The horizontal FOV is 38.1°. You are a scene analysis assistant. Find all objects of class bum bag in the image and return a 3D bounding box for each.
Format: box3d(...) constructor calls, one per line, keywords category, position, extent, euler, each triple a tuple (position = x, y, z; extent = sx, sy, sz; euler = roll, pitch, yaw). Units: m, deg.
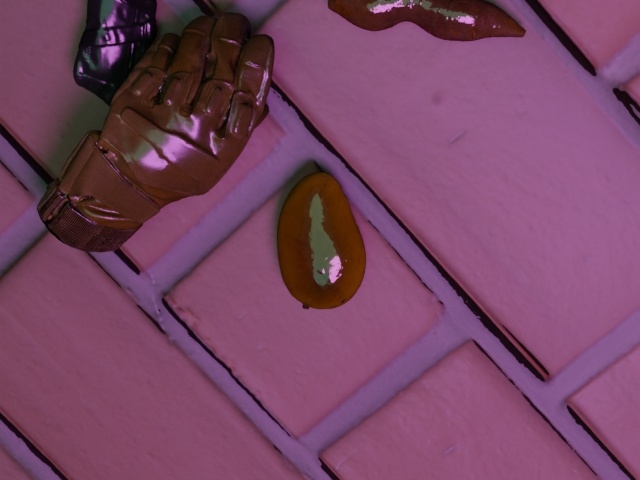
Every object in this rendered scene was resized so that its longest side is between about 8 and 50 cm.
box3d(category="bum bag", position=(-0.230, -0.252, 1.061), extent=(0.087, 0.049, 0.197), euler=(7, 106, -19))

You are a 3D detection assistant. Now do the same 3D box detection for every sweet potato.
box3d(category="sweet potato", position=(0.117, -0.253, 1.011), extent=(0.218, 0.051, 0.065), euler=(9, 101, 4))

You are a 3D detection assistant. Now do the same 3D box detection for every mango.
box3d(category="mango", position=(0.000, 0.000, 1.079), extent=(0.103, 0.076, 0.161), euler=(-3, 100, 13))

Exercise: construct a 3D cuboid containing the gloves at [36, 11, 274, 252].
box3d(category="gloves", position=(-0.175, -0.112, 1.033), extent=(0.331, 0.141, 0.154), euler=(-40, 111, 20))
